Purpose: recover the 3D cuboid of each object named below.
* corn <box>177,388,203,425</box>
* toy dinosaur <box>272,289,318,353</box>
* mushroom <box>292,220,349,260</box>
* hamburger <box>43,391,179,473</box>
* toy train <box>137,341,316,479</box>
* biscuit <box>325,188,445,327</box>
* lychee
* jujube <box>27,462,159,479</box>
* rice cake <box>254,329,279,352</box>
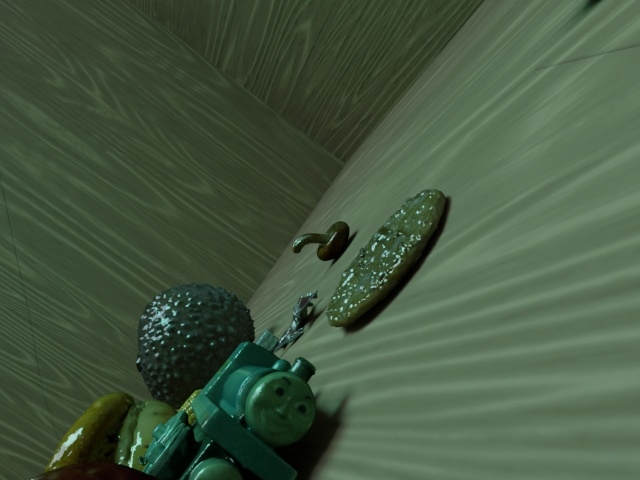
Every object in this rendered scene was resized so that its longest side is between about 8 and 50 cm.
[{"bbox_3d":[-0.290,0.410,1.087,0.248,0.081,0.081,-53,5,23],"label":"corn"},{"bbox_3d":[-0.042,0.143,0.917,0.108,0.032,0.220,-63,1,-42],"label":"toy dinosaur"},{"bbox_3d":[0.005,0.009,1.087,0.129,0.073,0.088,-20,21,-2],"label":"mushroom"},{"bbox_3d":[-0.297,0.370,0.728,0.314,0.170,0.290,132,157,-70],"label":"hamburger"},{"bbox_3d":[-0.090,0.198,0.547,0.194,0.120,0.298,-50,4,-20],"label":"toy train"},{"bbox_3d":[0.079,0.020,0.644,0.220,0.033,0.220,-51,7,8],"label":"biscuit"},{"bbox_3d":[-0.293,0.248,1.208,0.300,0.300,0.300,-53,5,7],"label":"lychee"},{"bbox_3d":[-0.132,0.243,0.272,0.190,0.190,0.255,-53,18,3],"label":"jujube"},{"bbox_3d":[-0.165,0.285,1.009,0.245,0.042,0.045,-55,1,-15],"label":"rice cake"}]
